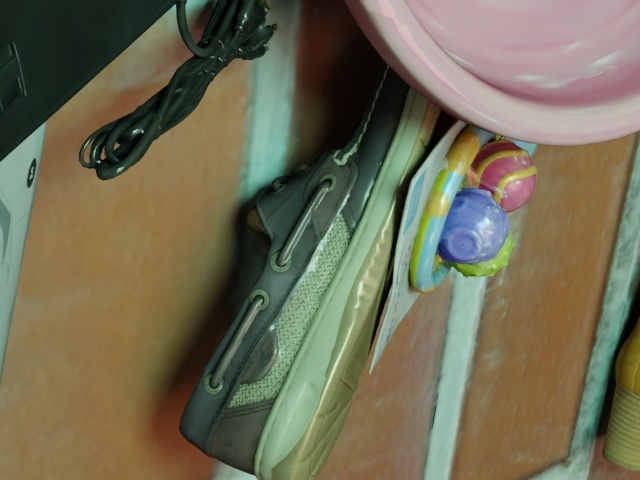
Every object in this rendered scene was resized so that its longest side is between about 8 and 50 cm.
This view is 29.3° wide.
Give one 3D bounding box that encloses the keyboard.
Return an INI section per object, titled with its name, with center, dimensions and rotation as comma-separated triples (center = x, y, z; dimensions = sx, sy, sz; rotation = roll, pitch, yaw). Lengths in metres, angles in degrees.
[keyboard]
center = -0.070, -0.130, 0.529
dimensions = 0.317, 0.033, 0.201
rotation = -54, 153, -44

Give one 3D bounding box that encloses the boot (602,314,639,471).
[boot]
center = 0.393, 0.110, 1.188
dimensions = 0.295, 0.104, 0.211
rotation = 1, 110, -43

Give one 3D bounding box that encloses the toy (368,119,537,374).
[toy]
center = 0.103, -0.026, 0.763
dimensions = 0.237, 0.056, 0.137
rotation = -55, 158, -53

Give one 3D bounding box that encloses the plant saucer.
[plant saucer]
center = 0.127, -0.218, 0.634
dimensions = 0.332, 0.084, 0.332
rotation = -10, 109, -29

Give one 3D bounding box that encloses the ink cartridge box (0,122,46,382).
[ink cartridge box]
center = -0.175, 0.067, 0.493
dimensions = 0.224, 0.045, 0.223
rotation = -78, -178, -74

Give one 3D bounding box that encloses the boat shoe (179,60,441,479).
[boat shoe]
center = 0.000, 0.000, 0.708
dimensions = 0.103, 0.092, 0.285
rotation = 69, 40, -75
